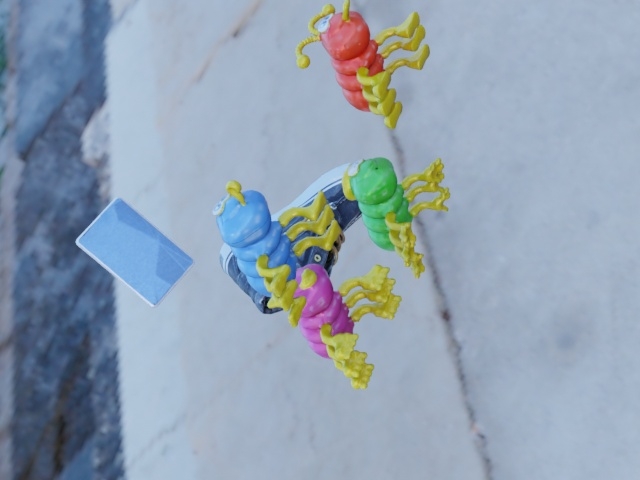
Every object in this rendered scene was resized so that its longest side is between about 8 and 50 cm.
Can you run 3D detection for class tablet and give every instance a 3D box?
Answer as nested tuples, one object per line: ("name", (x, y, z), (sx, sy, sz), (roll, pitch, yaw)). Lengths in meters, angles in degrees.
("tablet", (-0.147, 0.009, 1.244), (0.054, 0.083, 0.006), (-50, 0, -22))

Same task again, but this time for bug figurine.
("bug figurine", (0.009, -0.028, 1.110), (0.072, 0.216, 0.279), (2, 45, 28))

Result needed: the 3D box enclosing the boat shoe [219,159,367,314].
("boat shoe", (0.000, 0.000, 1.486), (0.183, 0.065, 0.083), (-33, 53, -8))
